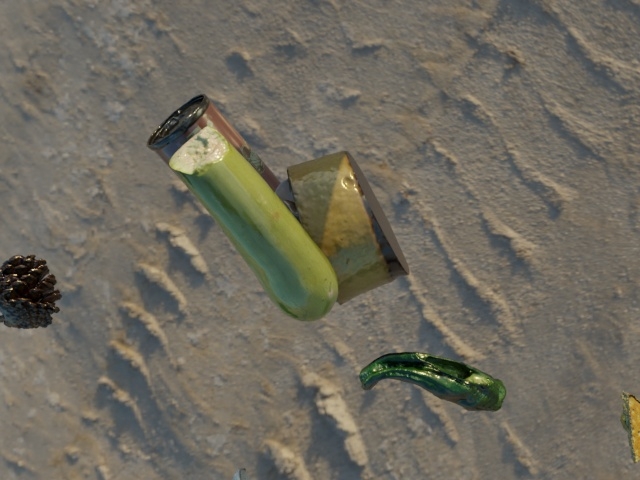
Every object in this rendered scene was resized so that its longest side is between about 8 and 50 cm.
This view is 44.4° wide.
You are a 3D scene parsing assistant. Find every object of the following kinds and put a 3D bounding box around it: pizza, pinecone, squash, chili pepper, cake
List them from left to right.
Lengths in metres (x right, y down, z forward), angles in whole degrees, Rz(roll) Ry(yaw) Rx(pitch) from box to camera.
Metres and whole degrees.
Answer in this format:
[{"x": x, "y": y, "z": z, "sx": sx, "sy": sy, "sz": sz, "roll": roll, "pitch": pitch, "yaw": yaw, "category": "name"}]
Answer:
[{"x": -0.318, "y": 0.056, "z": 0.851, "sx": 0.077, "sy": 0.077, "sz": 0.083, "roll": -21, "pitch": 55, "yaw": 34, "category": "pinecone"}, {"x": -0.062, "y": -0.007, "z": 0.839, "sx": 0.083, "sy": 0.083, "sz": 0.250, "roll": -17, "pitch": 124, "yaw": 35, "category": "squash"}, {"x": 0.000, "y": 0.000, "z": 1.029, "sx": 0.178, "sy": 0.185, "sz": 0.207, "roll": -30, "pitch": 115, "yaw": 9, "category": "cake"}, {"x": 0.141, "y": 0.172, "z": 0.953, "sx": 0.182, "sy": 0.073, "sz": 0.050, "roll": 13, "pitch": 67, "yaw": -3, "category": "chili pepper"}, {"x": 0.514, "y": 0.314, "z": 1.283, "sx": 0.026, "sy": 0.108, "sz": 0.123, "roll": -17, "pitch": 124, "yaw": 45, "category": "pizza"}]

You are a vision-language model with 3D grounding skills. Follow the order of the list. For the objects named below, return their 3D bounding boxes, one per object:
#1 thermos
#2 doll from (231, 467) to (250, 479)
[{"x": -0.098, "y": -0.053, "z": 1.148, "sx": 0.109, "sy": 0.330, "sz": 0.136, "roll": -44, "pitch": 24, "yaw": -6, "category": "thermos"}, {"x": -0.210, "y": 0.421, "z": 1.119, "sx": 0.257, "sy": 0.215, "sz": 0.161, "roll": -30, "pitch": 89, "yaw": 4, "category": "doll"}]
